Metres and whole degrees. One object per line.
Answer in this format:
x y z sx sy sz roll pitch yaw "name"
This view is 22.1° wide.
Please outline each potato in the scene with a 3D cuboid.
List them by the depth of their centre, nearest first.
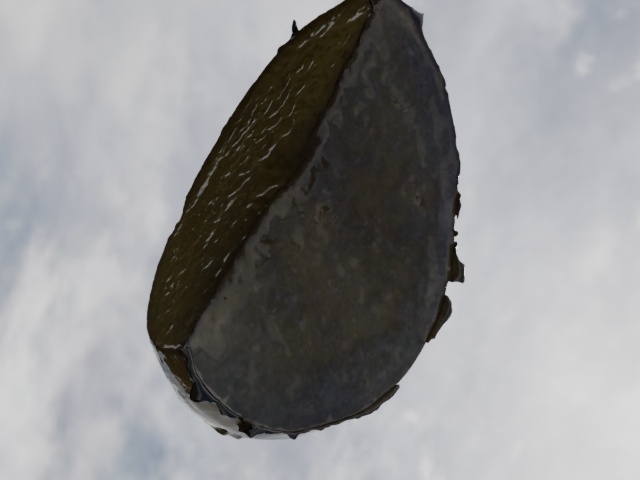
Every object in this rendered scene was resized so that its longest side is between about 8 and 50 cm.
0.000 0.000 0.878 0.098 0.138 0.243 1 -123 56 "potato"
